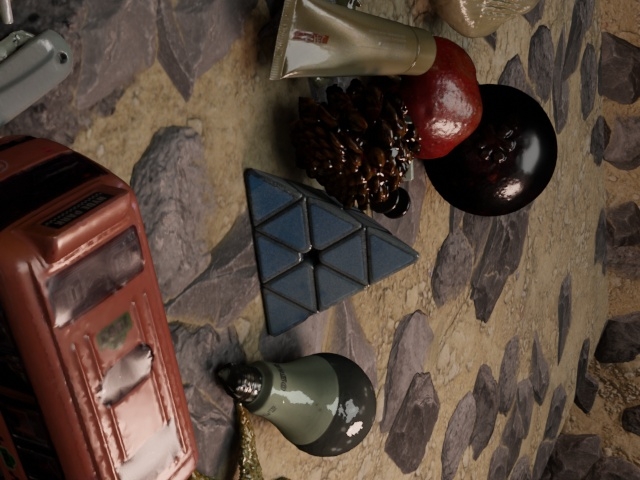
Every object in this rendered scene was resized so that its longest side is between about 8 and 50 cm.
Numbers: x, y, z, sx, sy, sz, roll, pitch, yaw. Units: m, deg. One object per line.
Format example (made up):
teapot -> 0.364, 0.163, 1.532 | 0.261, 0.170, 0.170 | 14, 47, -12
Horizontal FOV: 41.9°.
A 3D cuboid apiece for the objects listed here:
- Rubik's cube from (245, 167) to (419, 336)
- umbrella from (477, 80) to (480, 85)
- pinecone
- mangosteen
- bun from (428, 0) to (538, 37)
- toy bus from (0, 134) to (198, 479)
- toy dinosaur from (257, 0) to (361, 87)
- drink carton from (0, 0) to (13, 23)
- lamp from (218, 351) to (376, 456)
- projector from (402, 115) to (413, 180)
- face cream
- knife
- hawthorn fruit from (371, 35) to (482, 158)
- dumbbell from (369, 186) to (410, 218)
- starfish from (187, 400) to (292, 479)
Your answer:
Rubik's cube -> -0.002, 0.001, 1.428 | 0.228, 0.229, 0.233 | -16, 161, -18
umbrella -> 0.316, -0.360, 1.901 | 0.337, 0.073, 0.067 | 36, 31, -56
pinecone -> 0.063, -0.167, 1.392 | 0.221, 0.221, 0.221 | -22, 117, -54
mangosteen -> 0.382, -0.194, 1.848 | 0.313, 0.297, 0.297 | 16, 85, -55
bun -> 0.332, -0.566, 1.749 | 0.281, 0.205, 0.281 | -15, 131, -18
toy bus -> -0.285, 0.115, 0.907 | 0.203, 0.233, 0.427 | -41, 133, -45
toy dinosaur -> 0.009, -0.388, 1.396 | 0.294, 0.077, 0.162 | -59, 142, -32
drink carton -> -0.337, -0.327, 0.854 | 0.074, 0.084, 0.200 | -40, 134, -78
lamp -> -0.028, 0.279, 1.421 | 0.314, 0.182, 0.182 | 15, 86, -56
projector -> 0.094, -0.167, 1.527 | 0.061, 0.147, 0.115 | -86, 172, -67
face cream -> 0.055, -0.318, 1.351 | 0.341, 0.084, 0.137 | -6, 117, -46
knife -> -0.368, -0.147, 0.893 | 0.265, 0.040, 0.073 | -53, 131, -36
hawthorn fruit -> 0.190, -0.288, 1.592 | 0.266, 0.210, 0.230 | 26, 66, -55
dumbbell -> 0.139, -0.082, 1.694 | 0.147, 0.069, 0.069 | 18, 83, -58
starfish -> -0.146, 0.469, 1.390 | 0.347, 0.078, 0.358 | -62, 144, -22
